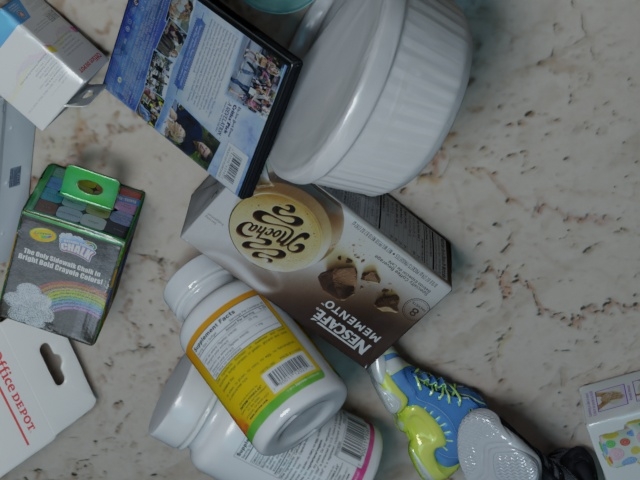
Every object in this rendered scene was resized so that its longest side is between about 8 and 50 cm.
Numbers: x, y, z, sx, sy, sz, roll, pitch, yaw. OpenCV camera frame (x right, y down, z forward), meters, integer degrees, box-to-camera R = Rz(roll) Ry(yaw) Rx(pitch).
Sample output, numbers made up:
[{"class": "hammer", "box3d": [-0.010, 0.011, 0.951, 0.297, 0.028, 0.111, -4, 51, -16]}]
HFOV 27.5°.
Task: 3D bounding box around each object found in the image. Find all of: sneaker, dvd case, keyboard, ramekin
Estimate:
[{"class": "sneaker", "box3d": [0.286, 0.310, 1.764, 0.101, 0.153, 0.268, -31, 103, 33]}, {"class": "dvd case", "box3d": [-0.140, -0.188, 1.486, 0.253, 0.022, 0.180, 39, 123, 26]}, {"class": "keyboard", "box3d": [-0.390, -0.078, 1.632, 0.014, 0.072, 0.256, 30, 124, 26]}, {"class": "ramekin", "box3d": [0.056, -0.175, 1.434, 0.127, 0.273, 0.273, 20, 120, -22]}, {"class": "sneaker", "box3d": [0.148, 0.207, 1.759, 0.126, 0.091, 0.240, -27, 116, -2]}]

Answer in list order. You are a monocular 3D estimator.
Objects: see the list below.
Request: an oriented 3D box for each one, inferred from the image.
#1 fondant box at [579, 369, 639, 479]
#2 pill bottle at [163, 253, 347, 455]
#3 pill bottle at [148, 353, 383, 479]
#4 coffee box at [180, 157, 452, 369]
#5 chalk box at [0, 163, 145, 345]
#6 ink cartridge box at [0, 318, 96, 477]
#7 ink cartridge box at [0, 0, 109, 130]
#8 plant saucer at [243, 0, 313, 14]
[{"class": "fondant box", "box3d": [0.540, 0.266, 1.746, 0.330, 0.096, 0.238, -18, 117, 13]}, {"class": "pill bottle", "box3d": [-0.089, 0.134, 1.633, 0.245, 0.136, 0.136, 51, 119, 22]}, {"class": "pill bottle", "box3d": [-0.074, 0.261, 1.749, 0.283, 0.160, 0.160, 29, 118, -12]}, {"class": "coffee box", "box3d": [0.000, 0.000, 1.614, 0.297, 0.119, 0.168, 37, 116, -17]}, {"class": "chalk box", "box3d": [-0.304, -0.003, 1.630, 0.132, 0.132, 0.213, 19, 119, -6]}, {"class": "ink cartridge box", "box3d": [-0.494, 0.225, 1.723, 0.353, 0.119, 0.207, -34, 122, -28]}, {"class": "ink cartridge box", "box3d": [-0.324, -0.204, 1.524, 0.143, 0.092, 0.090, 42, 115, -9]}, {"class": "plant saucer", "box3d": [-0.049, -0.317, 1.487, 0.119, 0.021, 0.119, 3, 120, 6]}]
